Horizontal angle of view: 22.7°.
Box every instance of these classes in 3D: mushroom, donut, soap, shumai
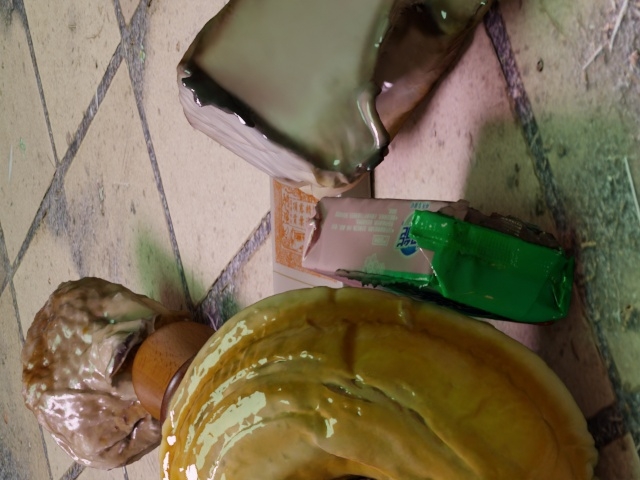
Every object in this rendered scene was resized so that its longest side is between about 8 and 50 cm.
[{"bbox_3d":[0.009,-0.196,1.693,0.313,0.224,0.397,-56,1,-8],"label":"mushroom"},{"bbox_3d":[0.051,0.250,1.540,0.198,0.449,0.448,-50,-34,-67],"label":"donut"},{"bbox_3d":[0.116,0.018,1.592,0.273,0.218,0.098,6,82,61],"label":"soap"},{"bbox_3d":[-0.318,0.161,2.431,0.314,0.267,0.262,66,152,21],"label":"shumai"}]

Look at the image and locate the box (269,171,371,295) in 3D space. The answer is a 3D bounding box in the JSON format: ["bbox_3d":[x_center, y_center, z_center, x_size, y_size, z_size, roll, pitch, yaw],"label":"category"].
[{"bbox_3d":[-0.001,0.000,1.980,0.205,0.051,0.365,-164,70,-63],"label":"box"}]

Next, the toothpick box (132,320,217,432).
[{"bbox_3d":[-0.152,0.214,2.195,0.294,0.192,0.192,-154,61,-65],"label":"toothpick box"}]

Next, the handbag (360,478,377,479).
[{"bbox_3d":[0.093,0.261,1.706,0.235,0.127,0.213,21,120,20],"label":"handbag"}]
